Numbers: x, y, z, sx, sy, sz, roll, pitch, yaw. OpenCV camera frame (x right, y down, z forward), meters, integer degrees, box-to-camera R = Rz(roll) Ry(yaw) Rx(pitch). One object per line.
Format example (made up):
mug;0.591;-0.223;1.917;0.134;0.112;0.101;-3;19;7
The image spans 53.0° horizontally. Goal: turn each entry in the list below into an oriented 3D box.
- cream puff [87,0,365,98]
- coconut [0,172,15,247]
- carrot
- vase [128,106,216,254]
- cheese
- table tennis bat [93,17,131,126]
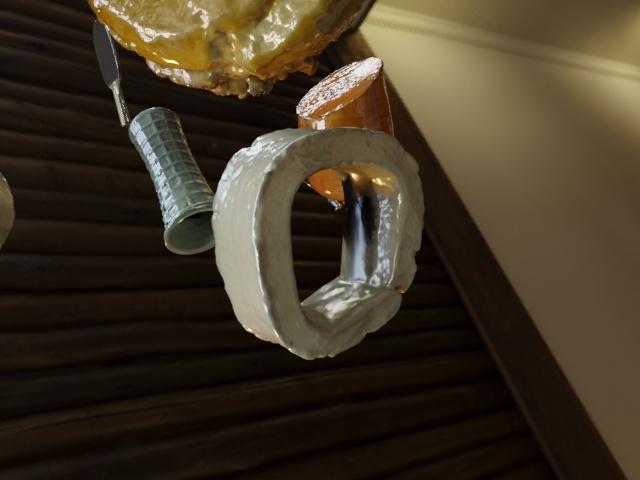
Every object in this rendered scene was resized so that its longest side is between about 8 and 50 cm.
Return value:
cream puff;-0.089;-0.320;0.681;0.343;0.327;0.231;23;-169;14
coconut;-0.631;-0.051;1.077;0.224;0.234;0.224;4;-103;-17
carrot;0.052;-0.183;1.316;0.214;0.331;0.193;-22;-148;-12
vase;-0.293;-0.130;1.293;0.143;0.143;0.299;-5;-127;-37
cheese;0.004;0.000;0.951;0.292;0.153;0.332;-4;-80;-33
table tennis bat;-0.484;-0.388;1.486;0.022;0.138;0.247;-19;-82;-30
